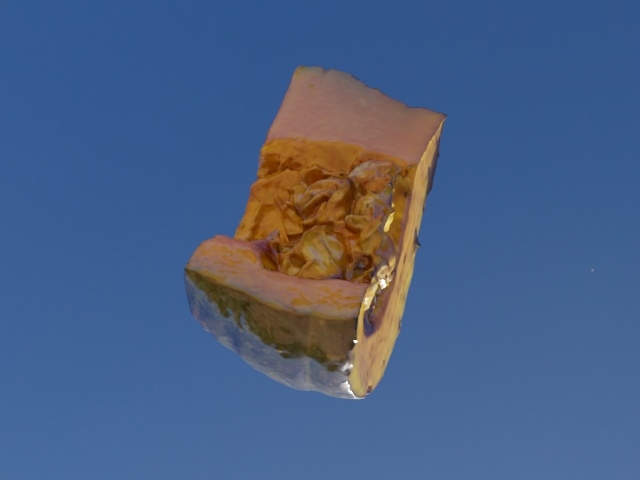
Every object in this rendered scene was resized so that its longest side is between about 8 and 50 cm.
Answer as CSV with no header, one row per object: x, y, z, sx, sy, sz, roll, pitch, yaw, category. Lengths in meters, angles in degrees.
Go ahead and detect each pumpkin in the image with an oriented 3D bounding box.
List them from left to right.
0.002,-0.001,0.575,0.131,0.248,0.126,12,-44,18,pumpkin
